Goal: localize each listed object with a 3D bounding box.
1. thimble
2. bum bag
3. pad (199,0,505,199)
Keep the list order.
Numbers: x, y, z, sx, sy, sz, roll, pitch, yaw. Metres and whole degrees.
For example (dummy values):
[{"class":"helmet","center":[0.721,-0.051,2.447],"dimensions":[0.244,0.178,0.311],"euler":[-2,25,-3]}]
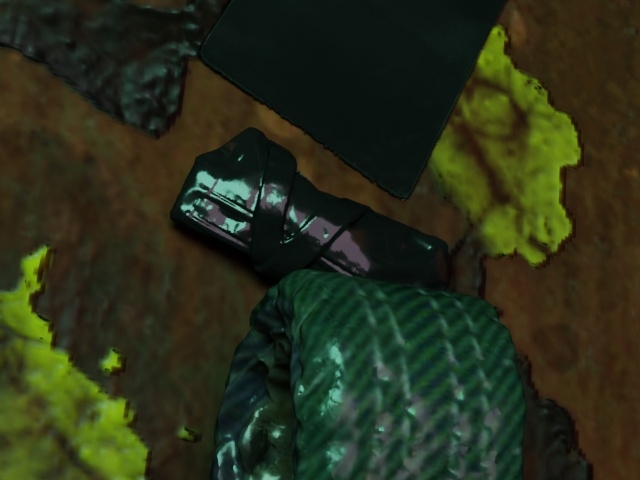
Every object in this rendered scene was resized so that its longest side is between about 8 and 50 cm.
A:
[{"class":"thimble","center":[0.015,0.081,0.629],"dimensions":[0.090,0.118,0.135],"euler":[10,80,-19]},{"class":"bum bag","center":[0.000,0.000,0.707],"dimensions":[0.124,0.034,0.058],"euler":[31,71,-12]},{"class":"pad","center":[0.029,-0.120,0.794],"dimensions":[0.116,0.004,0.193],"euler":[34,57,-11]}]
